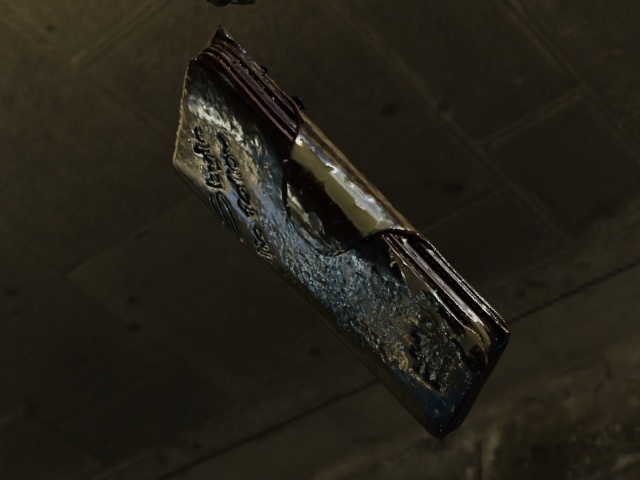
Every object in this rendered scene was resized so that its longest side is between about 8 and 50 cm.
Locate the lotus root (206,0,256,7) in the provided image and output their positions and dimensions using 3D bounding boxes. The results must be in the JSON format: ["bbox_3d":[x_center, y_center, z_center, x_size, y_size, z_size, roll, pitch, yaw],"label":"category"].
[{"bbox_3d":[-0.083,-0.264,0.688,0.169,0.141,0.314,-20,134,2],"label":"lotus root"}]

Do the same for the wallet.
[{"bbox_3d":[0.000,0.000,0.613,0.232,0.031,0.122,47,151,20],"label":"wallet"}]
